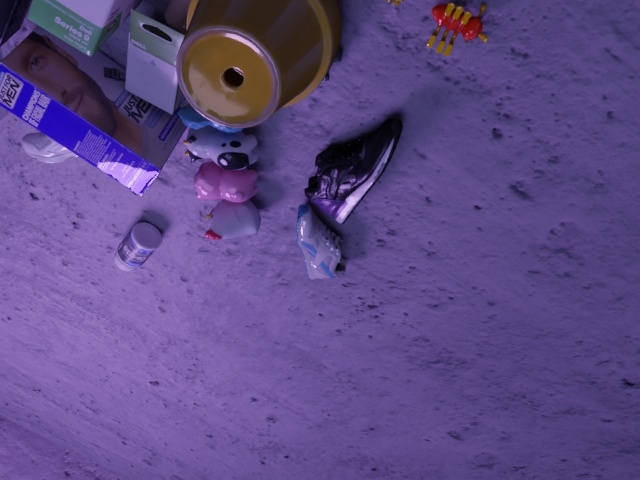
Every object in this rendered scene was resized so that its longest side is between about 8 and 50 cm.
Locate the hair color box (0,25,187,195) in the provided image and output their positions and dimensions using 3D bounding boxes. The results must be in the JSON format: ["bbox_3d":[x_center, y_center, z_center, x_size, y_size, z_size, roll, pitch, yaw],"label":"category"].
[{"bbox_3d":[-0.443,-0.263,1.335,0.338,0.185,0.110,33,134,-16],"label":"hair color box"}]

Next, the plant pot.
[{"bbox_3d":[-0.109,-0.303,1.078,0.254,0.239,0.254,7,129,9],"label":"plant pot"}]

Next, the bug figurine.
[{"bbox_3d":[0.212,-0.433,1.037,0.216,0.072,0.279,29,140,-2],"label":"bug figurine"}]

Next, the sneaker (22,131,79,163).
[{"bbox_3d":[-0.545,-0.235,1.480,0.232,0.090,0.115,1,128,5],"label":"sneaker"}]

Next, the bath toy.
[{"bbox_3d":[-0.213,-0.135,1.434,0.151,0.129,0.348,36,145,32],"label":"bath toy"}]

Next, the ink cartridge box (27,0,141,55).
[{"bbox_3d":[-0.328,-0.471,1.069,0.121,0.211,0.289,32,135,-14],"label":"ink cartridge box"}]

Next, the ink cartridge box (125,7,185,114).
[{"bbox_3d":[-0.298,-0.344,1.265,0.109,0.062,0.209,28,145,-1],"label":"ink cartridge box"}]

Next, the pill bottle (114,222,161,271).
[{"bbox_3d":[-0.463,0.019,1.702,0.078,0.078,0.137,35,134,-17],"label":"pill bottle"}]

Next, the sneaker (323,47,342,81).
[{"bbox_3d":[-0.021,-0.308,1.246,0.076,0.065,0.166,30,137,-19],"label":"sneaker"}]

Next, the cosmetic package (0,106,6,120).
[{"bbox_3d":[-0.885,-0.330,1.391,0.385,0.217,0.156,22,136,-3],"label":"cosmetic package"}]

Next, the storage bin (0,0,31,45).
[{"bbox_3d":[-0.617,-0.463,1.263,0.122,0.084,0.180,35,133,-17],"label":"storage bin"}]

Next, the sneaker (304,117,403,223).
[{"bbox_3d":[0.054,-0.150,1.354,0.124,0.107,0.283,31,135,-5],"label":"sneaker"}]

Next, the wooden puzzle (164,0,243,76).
[{"bbox_3d":[-0.137,-0.406,1.203,0.238,0.044,0.221,36,134,-13],"label":"wooden puzzle"}]

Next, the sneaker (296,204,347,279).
[{"bbox_3d":[0.000,0.000,1.539,0.092,0.087,0.229,-4,140,13],"label":"sneaker"}]
